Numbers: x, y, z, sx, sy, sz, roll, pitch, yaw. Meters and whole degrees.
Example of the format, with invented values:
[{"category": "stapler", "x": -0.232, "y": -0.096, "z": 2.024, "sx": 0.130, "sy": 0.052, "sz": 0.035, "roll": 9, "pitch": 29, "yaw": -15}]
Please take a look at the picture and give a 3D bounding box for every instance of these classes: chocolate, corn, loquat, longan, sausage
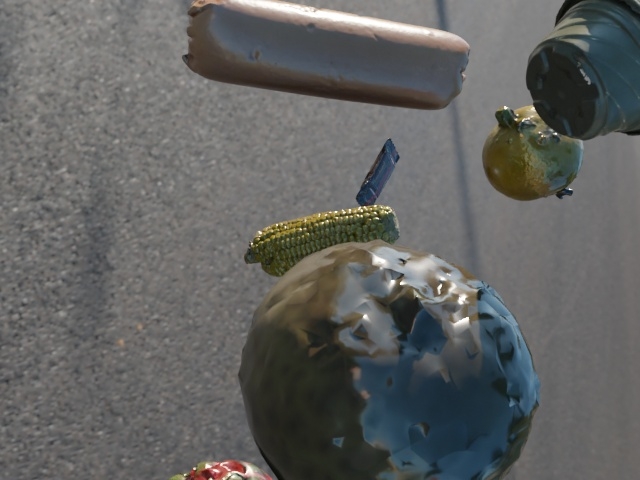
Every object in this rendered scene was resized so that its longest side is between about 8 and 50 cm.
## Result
[{"category": "chocolate", "x": 0.135, "y": -0.153, "z": 2.318, "sx": 0.182, "sy": 0.028, "sz": 0.086, "roll": -64, "pitch": 144, "yaw": -19}, {"category": "corn", "x": 0.000, "y": 0.000, "z": 1.986, "sx": 0.119, "sy": 0.322, "sz": 0.119, "roll": -15, "pitch": 90, "yaw": -76}, {"category": "loquat", "x": 0.357, "y": -0.152, "z": 1.678, "sx": 0.204, "sy": 0.172, "sz": 0.149, "roll": 49, "pitch": 27, "yaw": -34}, {"category": "longan", "x": 0.087, "y": 0.182, "z": 1.285, "sx": 0.391, "sy": 0.391, "sz": 0.391, "roll": 46, "pitch": 34, "yaw": -44}, {"category": "sausage", "x": 0.009, "y": -0.182, "z": 0.961, "sx": 0.289, "sy": 0.086, "sz": 0.086, "roll": 5, "pitch": 60, "yaw": -19}]

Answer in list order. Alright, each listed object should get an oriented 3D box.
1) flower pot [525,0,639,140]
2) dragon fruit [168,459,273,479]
[{"category": "flower pot", "x": 0.378, "y": -0.228, "z": 1.354, "sx": 0.140, "sy": 0.235, "sz": 0.235, "roll": -32, "pitch": 106, "yaw": -23}, {"category": "dragon fruit", "x": -0.175, "y": 0.508, "z": 1.696, "sx": 0.237, "sy": 0.303, "sz": 0.231, "roll": 10, "pitch": 54, "yaw": -17}]
